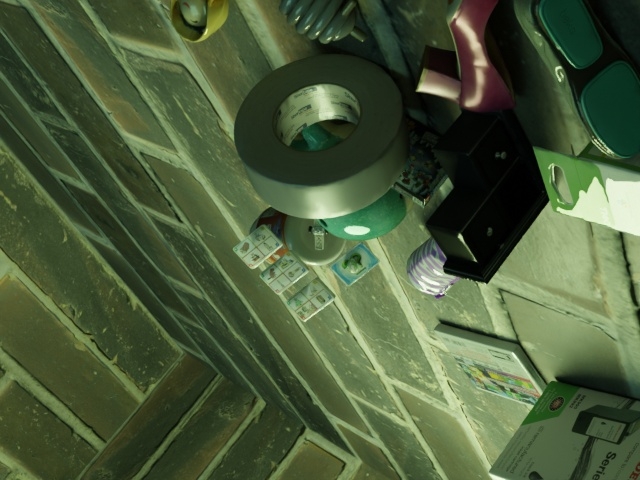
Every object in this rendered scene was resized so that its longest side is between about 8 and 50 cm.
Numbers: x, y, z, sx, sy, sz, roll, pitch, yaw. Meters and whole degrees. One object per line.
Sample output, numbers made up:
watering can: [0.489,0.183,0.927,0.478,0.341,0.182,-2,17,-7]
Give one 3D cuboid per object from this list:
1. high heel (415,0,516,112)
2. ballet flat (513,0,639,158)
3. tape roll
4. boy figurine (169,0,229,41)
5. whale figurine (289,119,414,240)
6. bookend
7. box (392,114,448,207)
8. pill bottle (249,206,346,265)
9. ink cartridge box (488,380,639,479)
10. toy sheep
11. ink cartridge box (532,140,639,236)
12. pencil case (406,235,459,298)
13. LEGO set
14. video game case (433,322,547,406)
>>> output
high heel: [0.179,-0.216,0.939,0.117,0.082,0.244,11,146,-3]
ballet flat: [0.256,-0.173,0.896,0.213,0.072,0.068,51,-175,-27]
tape roll: [0.002,-0.136,1.180,0.219,0.219,0.072,28,157,30]
boy figurine: [-0.177,-0.374,1.184,0.177,0.092,0.285,28,155,15]
whale figurine: [0.009,-0.092,1.379,0.272,0.141,0.216,24,155,38]
bookend: [0.185,-0.061,1.106,0.072,0.156,0.157,15,148,50]
box: [0.108,-0.116,1.220,0.137,0.094,0.027,33,159,17]
pill bottle: [-0.050,-0.011,1.691,0.121,0.121,0.216,46,160,-17]
ink cartridge box: [0.446,0.356,1.457,0.121,0.211,0.289,51,157,-24]
toy sheep: [0.002,-0.277,1.083,0.132,0.091,0.091,37,161,-9]
ink cartridge box: [0.338,-0.059,0.971,0.209,0.062,0.109,22,154,42]
pencil case: [0.193,0.028,1.382,0.206,0.086,0.088,123,131,-72]
LEGO set: [0.000,0.000,1.554,0.244,0.060,0.182,-39,102,24]
video game case: [0.323,0.233,1.693,0.201,0.023,0.183,10,145,53]
